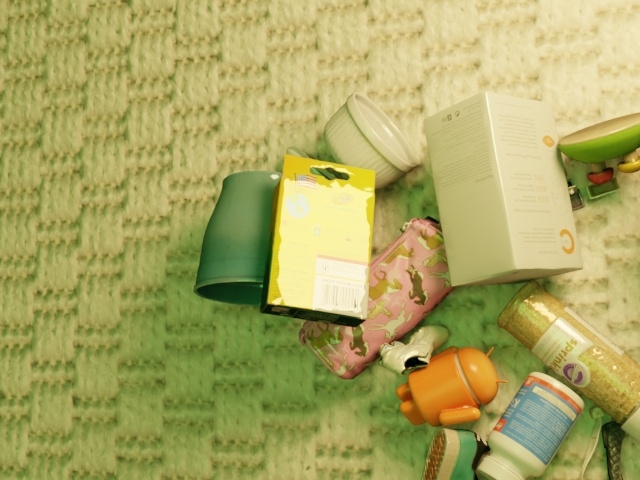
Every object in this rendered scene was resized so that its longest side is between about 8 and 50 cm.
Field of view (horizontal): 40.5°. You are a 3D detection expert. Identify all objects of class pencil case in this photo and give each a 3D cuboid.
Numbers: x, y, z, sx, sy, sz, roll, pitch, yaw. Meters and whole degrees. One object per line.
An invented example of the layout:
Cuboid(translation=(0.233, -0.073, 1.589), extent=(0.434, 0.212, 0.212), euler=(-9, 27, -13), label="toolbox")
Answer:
Cuboid(translation=(0.133, 0.122, 1.810), extent=(0.386, 0.160, 0.167), euler=(-45, 66, 9), label="pencil case")

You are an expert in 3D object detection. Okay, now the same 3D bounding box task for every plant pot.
Cuboid(translation=(-0.130, -0.007, 1.870), extent=(0.272, 0.272, 0.255), euler=(-4, 75, 18), label="plant pot")

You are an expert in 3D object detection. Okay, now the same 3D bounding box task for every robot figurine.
Cuboid(translation=(0.266, 0.298, 1.757), extent=(0.219, 0.158, 0.128), euler=(-28, 91, 13), label="robot figurine")

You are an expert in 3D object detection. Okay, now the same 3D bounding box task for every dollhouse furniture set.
Cuboid(translation=(0.537, -0.122, 1.743), extent=(0.114, 0.081, 0.091), euler=(-19, 78, 16), label="dollhouse furniture set")

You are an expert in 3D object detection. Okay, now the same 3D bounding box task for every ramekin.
Cuboid(translation=(0.099, -0.204, 1.844), extent=(0.109, 0.207, 0.207), euler=(-39, 72, 19), label="ramekin")

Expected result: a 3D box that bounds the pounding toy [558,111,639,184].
Cuboid(translation=(0.589, -0.177, 1.677), extent=(0.237, 0.183, 0.110), euler=(-20, 99, -3), label="pounding toy")

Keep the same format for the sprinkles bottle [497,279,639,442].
Cuboid(translation=(0.516, 0.230, 1.685), extent=(0.355, 0.121, 0.121), euler=(41, 97, 19), label="sprinkles bottle")

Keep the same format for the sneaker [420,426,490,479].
Cuboid(translation=(0.260, 0.521, 1.740), extent=(0.121, 0.108, 0.302), euler=(11, 106, -14), label="sneaker")

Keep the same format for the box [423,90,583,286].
Cuboid(translation=(0.358, -0.094, 1.705), extent=(0.168, 0.215, 0.345), euler=(-20, 74, 48), label="box")

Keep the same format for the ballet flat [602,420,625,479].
Cuboid(translation=(0.578, 0.436, 1.670), extent=(0.049, 0.057, 0.173), euler=(-8, 81, 13), label="ballet flat")

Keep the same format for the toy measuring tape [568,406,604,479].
Cuboid(translation=(0.453, 0.469, 1.684), extent=(0.121, 0.121, 0.330), euler=(15, 80, 20), label="toy measuring tape")

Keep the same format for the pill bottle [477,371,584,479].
Cuboid(translation=(0.401, 0.376, 1.675), extent=(0.124, 0.124, 0.221), euler=(32, 76, 20), label="pill bottle")

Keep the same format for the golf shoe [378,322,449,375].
Cuboid(translation=(0.206, 0.231, 1.776), extent=(0.086, 0.176, 0.069), euler=(36, 140, 47), label="golf shoe")

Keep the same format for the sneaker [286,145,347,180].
Cuboid(translation=(-0.001, -0.120, 1.930), extent=(0.235, 0.090, 0.094), euler=(42, 107, 20), label="sneaker")

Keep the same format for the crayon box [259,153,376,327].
Cuboid(translation=(0.000, 0.000, 1.724), extent=(0.202, 0.081, 0.318), euler=(10, 69, -12), label="crayon box")
